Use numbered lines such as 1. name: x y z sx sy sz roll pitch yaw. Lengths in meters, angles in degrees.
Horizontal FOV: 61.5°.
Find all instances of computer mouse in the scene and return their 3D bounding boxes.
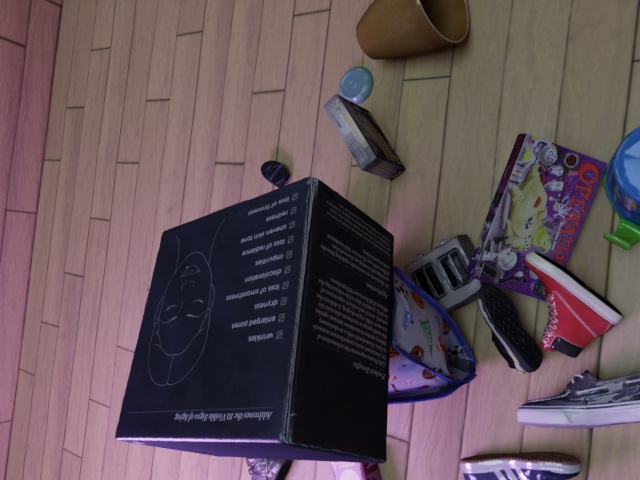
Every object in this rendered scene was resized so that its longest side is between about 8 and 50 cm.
1. computer mouse: -0.100 -0.181 1.729 0.242 0.041 0.071 39 91 24

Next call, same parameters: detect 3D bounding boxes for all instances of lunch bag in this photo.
1. lunch bag: 0.154 0.276 1.316 0.328 0.385 0.238 -19 49 34

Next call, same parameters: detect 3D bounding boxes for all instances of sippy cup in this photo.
1. sippy cup: 0.691 -0.138 1.082 0.240 0.224 0.305 -7 83 34

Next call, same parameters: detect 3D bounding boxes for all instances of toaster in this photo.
1. toaster: 0.328 0.096 1.372 0.168 0.110 0.185 -34 69 28

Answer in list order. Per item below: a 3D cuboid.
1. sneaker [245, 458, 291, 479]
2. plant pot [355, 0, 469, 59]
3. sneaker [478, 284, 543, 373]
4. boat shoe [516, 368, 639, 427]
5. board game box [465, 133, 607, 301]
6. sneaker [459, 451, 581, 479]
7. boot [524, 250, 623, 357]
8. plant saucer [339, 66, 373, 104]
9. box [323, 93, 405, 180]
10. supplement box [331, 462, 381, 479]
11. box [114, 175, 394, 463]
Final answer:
1. sneaker: -0.190 0.741 1.679 0.130 0.087 0.227 29 99 34
2. plant pot: 0.225 -0.592 1.447 0.254 0.237 0.237 -15 78 46
3. sneaker: 0.429 0.220 1.282 0.234 0.084 0.097 61 154 2
4. boat shoe: 0.600 0.345 1.182 0.335 0.121 0.119 -15 63 27
5. board game box: 0.493 -0.048 1.241 0.208 0.056 0.346 17 98 -12
6. sneaker: 0.468 0.576 1.242 0.282 0.099 0.153 -20 70 38
7. boot: 0.521 0.152 1.216 0.244 0.088 0.176 40 112 2
8. plant saucer: 0.102 -0.468 1.622 0.119 0.021 0.119 -3 85 34
9. box: 0.124 -0.284 1.496 0.056 0.183 0.231 -39 66 25
10. supplement box: 0.111 0.686 1.483 0.104 0.081 0.188 -23 74 30
11. box: -0.125 0.190 1.115 0.480 0.297 0.471 -15 56 37
